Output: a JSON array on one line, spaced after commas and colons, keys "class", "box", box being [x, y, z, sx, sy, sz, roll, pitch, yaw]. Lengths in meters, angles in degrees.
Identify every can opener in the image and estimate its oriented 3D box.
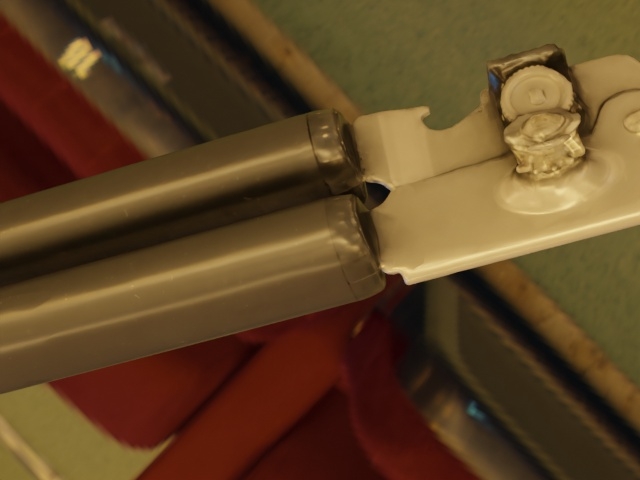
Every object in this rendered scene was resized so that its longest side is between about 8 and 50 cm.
[{"class": "can opener", "box": [0.000, 0.000, 0.649, 0.280, 0.074, 0.093, -13, 145, 4]}]
